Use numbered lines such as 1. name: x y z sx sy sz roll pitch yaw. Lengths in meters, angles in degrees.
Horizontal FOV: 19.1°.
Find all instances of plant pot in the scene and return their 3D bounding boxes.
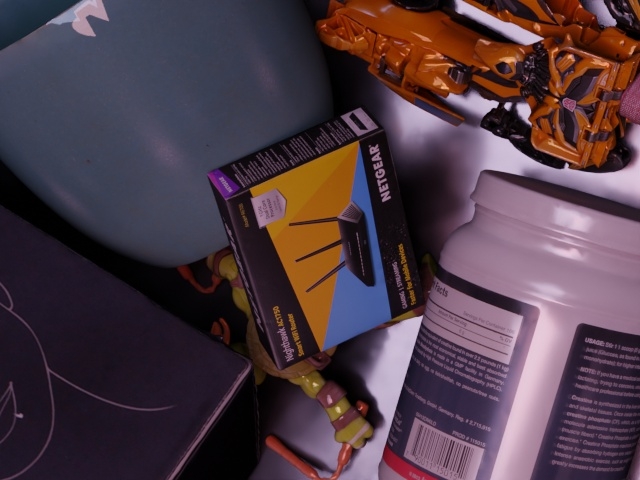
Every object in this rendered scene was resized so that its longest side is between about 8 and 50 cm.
1. plant pot: -0.126 -0.122 1.520 0.293 0.293 0.235 -30 110 15

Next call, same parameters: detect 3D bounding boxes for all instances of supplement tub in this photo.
1. supplement tub: 0.167 0.098 1.489 0.191 0.191 0.272 18 98 14

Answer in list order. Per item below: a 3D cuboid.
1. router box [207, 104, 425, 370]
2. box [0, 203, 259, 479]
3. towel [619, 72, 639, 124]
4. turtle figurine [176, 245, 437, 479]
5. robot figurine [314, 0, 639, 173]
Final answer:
1. router box: 0.000 0.000 1.461 0.133 0.046 0.179 -24 129 -10
2. box: -0.370 0.201 1.501 0.472 0.297 0.480 32 71 11
3. towel: 0.415 -0.099 1.378 0.329 0.237 0.037 27 142 24
4. turtle figurine: -0.015 0.054 1.592 0.217 0.087 0.269 -36 83 15
5. robot figurine: 0.139 -0.160 1.506 0.291 0.085 0.211 29 135 19
